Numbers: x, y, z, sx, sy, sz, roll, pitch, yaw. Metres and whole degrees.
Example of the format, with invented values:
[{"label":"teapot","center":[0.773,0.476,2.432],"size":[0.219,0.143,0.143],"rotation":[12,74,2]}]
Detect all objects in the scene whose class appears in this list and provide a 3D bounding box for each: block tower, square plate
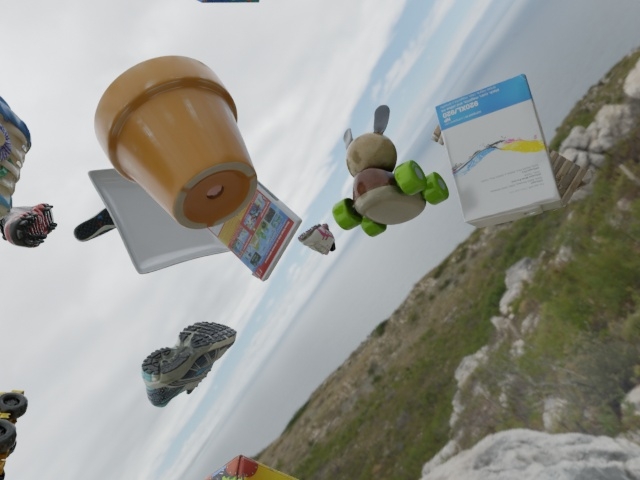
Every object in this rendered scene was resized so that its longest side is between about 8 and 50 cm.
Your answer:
[{"label":"block tower","center":[0.413,-0.186,1.126],"size":[0.097,0.336,0.091],"rotation":[-59,-9,-1]},{"label":"square plate","center":[-0.464,-0.075,1.523],"size":[0.347,0.343,0.049],"rotation":[-17,-18,-48]}]

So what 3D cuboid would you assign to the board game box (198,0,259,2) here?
[{"label":"board game box","center":[-0.228,-0.697,1.311],"size":[0.210,0.047,0.160],"rotation":[-31,-34,-46]}]

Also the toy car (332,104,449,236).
[{"label":"toy car","center":[0.097,-0.126,0.860],"size":[0.155,0.188,0.149],"rotation":[-29,-25,32]}]

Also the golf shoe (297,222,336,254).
[{"label":"golf shoe","center":[0.000,0.000,1.416],"size":[0.068,0.085,0.186],"rotation":[-34,-8,19]}]

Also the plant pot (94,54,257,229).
[{"label":"plant pot","center":[-0.190,-0.125,0.741],"size":[0.205,0.188,0.205],"rotation":[-29,-27,-16]}]

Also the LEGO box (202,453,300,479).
[{"label":"LEGO box","center":[-0.104,0.905,1.473],"size":[0.193,0.500,0.372],"rotation":[-41,30,21]}]

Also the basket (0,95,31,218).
[{"label":"basket","center":[-0.495,-0.142,0.630],"size":[0.201,0.288,0.255],"rotation":[-33,-30,11]}]

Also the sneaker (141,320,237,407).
[{"label":"sneaker","center":[-0.308,0.287,1.211],"size":[0.283,0.110,0.122],"rotation":[-26,-52,-55]}]

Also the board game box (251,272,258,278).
[{"label":"board game box","center":[-0.148,0.031,1.535],"size":[0.154,0.026,0.103],"rotation":[-65,-12,25]}]

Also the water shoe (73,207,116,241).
[{"label":"water shoe","center":[-0.691,-0.061,1.642],"size":[0.203,0.072,0.080],"rotation":[-27,3,-19]}]

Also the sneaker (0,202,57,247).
[{"label":"sneaker","center":[-0.805,-0.035,1.368],"size":[0.276,0.135,0.097],"rotation":[-137,41,-69]}]

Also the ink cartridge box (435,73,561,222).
[{"label":"ink cartridge box","center":[0.343,-0.156,0.977],"size":[0.168,0.232,0.171],"rotation":[-16,-9,25]}]

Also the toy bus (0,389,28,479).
[{"label":"toy bus","center":[-0.740,0.407,1.051],"size":[0.220,0.212,0.149],"rotation":[-122,52,-64]}]

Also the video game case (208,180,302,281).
[{"label":"video game case","center":[-0.193,-0.063,1.254],"size":[0.025,0.285,0.204],"rotation":[-25,-27,-54]}]
